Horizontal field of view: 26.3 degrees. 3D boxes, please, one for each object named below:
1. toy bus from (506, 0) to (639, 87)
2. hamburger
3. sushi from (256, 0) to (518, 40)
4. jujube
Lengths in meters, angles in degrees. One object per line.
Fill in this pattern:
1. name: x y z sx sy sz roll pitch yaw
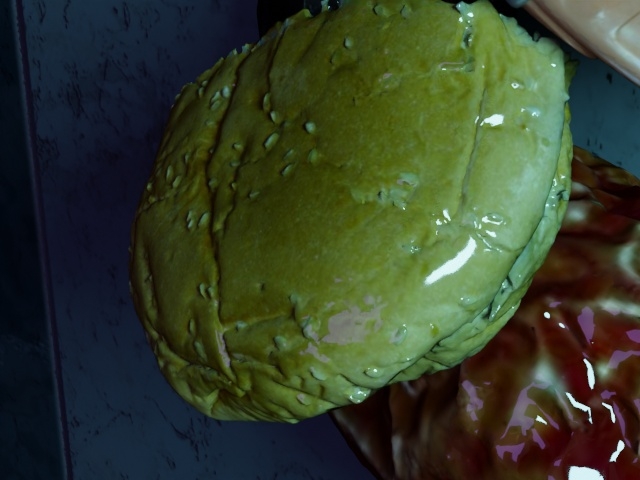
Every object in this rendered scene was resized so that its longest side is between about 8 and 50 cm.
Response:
1. toy bus: 0.199 -0.183 0.686 0.232 0.288 0.194 42 124 -6
2. hamburger: 0.000 0.000 0.749 0.309 0.132 0.211 -12 61 47
3. sushi: 0.050 -0.161 0.910 0.153 0.150 0.172 109 161 -44
4. jujube: 0.157 0.077 0.849 0.377 0.276 0.276 36 132 47
